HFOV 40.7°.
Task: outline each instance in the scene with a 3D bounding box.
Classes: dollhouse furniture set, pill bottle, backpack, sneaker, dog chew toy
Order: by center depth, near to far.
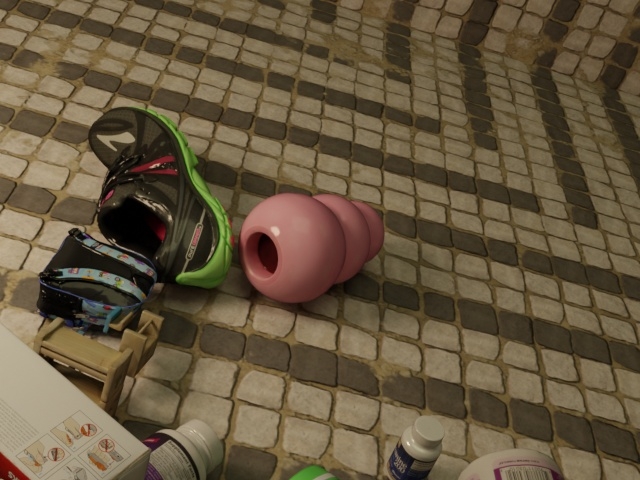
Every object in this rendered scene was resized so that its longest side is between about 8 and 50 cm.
[{"bbox_3d":[-0.229,0.331,1.204,0.108,0.108,0.193,36,39,21],"label":"pill bottle"},{"bbox_3d":[0.300,0.464,1.230,0.169,0.169,0.302,11,38,-12],"label":"pill bottle"},{"bbox_3d":[-0.348,0.185,1.334,0.129,0.129,0.184,23,22,4],"label":"dollhouse furniture set"},{"bbox_3d":[0.152,0.334,1.366,0.067,0.120,0.067,13,37,-10],"label":"pill bottle"},{"bbox_3d":[-0.370,0.078,1.452,0.173,0.117,0.158,17,36,-3],"label":"backpack"},{"bbox_3d":[-0.338,-0.099,1.639,0.202,0.185,0.483,-7,43,-37],"label":"sneaker"},{"bbox_3d":[0.000,0.000,1.666,0.206,0.207,0.331,42,34,27],"label":"dog chew toy"}]

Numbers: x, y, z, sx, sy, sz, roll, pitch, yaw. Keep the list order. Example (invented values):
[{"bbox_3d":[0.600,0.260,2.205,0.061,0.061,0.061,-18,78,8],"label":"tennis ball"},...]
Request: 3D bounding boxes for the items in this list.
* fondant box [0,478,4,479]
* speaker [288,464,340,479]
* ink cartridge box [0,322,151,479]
[{"bbox_3d":[-0.512,0.370,0.914,0.330,0.238,0.096,2,42,-23],"label":"fondant box"},{"bbox_3d":[0.057,0.449,1.173,0.131,0.131,0.296,-21,53,-42],"label":"speaker"},{"bbox_3d":[-0.377,0.280,1.068,0.309,0.272,0.130,34,41,19],"label":"ink cartridge box"}]
